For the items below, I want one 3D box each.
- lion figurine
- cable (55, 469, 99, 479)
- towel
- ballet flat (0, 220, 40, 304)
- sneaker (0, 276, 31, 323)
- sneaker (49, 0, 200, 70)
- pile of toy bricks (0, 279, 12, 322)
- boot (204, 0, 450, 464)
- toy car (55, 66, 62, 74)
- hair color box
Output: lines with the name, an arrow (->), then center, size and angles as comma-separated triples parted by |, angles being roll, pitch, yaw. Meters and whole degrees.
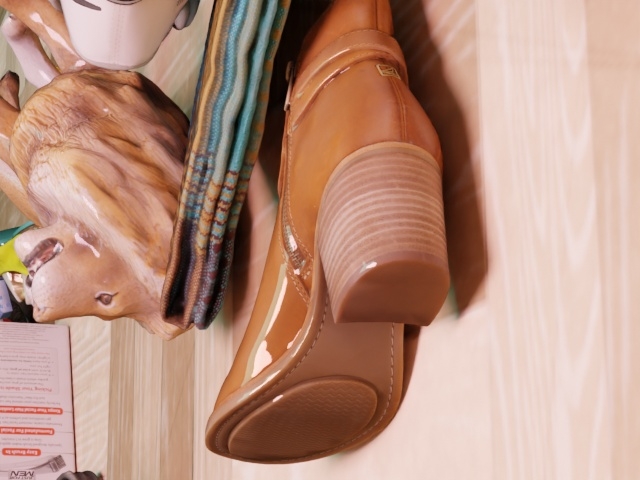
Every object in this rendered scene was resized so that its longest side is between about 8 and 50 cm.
lion figurine -> -0.158, -0.050, 1.013 | 0.142, 0.240, 0.392 | -42, 5, -2
cable -> -0.228, 0.324, 1.214 | 0.139, 0.072, 0.287 | -122, 41, -51
towel -> -0.020, -0.176, 0.730 | 0.271, 0.040, 0.370 | -88, 11, -58
ballet flat -> -0.261, 0.021, 1.386 | 0.231, 0.077, 0.077 | 173, 85, -68
sneaker -> -0.371, 0.060, 1.631 | 0.262, 0.104, 0.125 | -20, 60, 63
sneaker -> -0.116, -0.193, 0.891 | 0.330, 0.122, 0.146 | -90, 10, -66
pile of toy bricks -> -0.332, 0.140, 1.431 | 0.118, 0.105, 0.212 | 141, 114, -65
boot -> 0.000, 0.000, 0.671 | 0.197, 0.073, 0.152 | -53, 34, 44
toy car -> -0.251, -0.208, 1.449 | 0.060, 0.040, 0.122 | 163, 111, -69
hair color box -> -0.268, 0.155, 1.334 | 0.053, 0.093, 0.167 | 117, 152, -48
